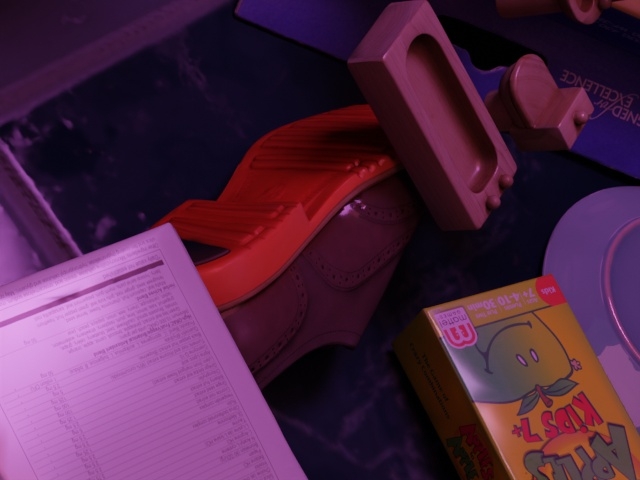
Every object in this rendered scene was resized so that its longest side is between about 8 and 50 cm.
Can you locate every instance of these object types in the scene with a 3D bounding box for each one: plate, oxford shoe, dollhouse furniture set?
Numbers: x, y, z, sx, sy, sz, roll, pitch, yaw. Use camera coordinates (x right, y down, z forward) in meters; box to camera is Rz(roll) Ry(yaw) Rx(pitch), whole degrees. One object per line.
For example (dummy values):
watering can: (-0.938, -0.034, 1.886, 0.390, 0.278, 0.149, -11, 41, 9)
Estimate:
plate: (0.216, 0.044, 1.165, 0.188, 0.024, 0.188, 13, 56, -20)
oxford shoe: (0.000, 0.000, 1.055, 0.271, 0.097, 0.098, -35, 121, -43)
dollhouse furniture set: (0.113, -0.108, 1.012, 0.151, 0.123, 0.144, -55, 127, -34)

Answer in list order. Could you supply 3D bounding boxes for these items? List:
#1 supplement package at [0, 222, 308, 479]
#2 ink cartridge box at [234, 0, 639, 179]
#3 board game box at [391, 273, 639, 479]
supplement package: (-0.089, 0.142, 0.890, 0.139, 0.134, 0.244, -21, 79, -35)
ink cartridge box: (0.148, -0.211, 1.123, 0.304, 0.072, 0.307, 20, 96, -18)
board game box: (0.121, 0.113, 1.058, 0.092, 0.043, 0.181, -14, 67, -34)
